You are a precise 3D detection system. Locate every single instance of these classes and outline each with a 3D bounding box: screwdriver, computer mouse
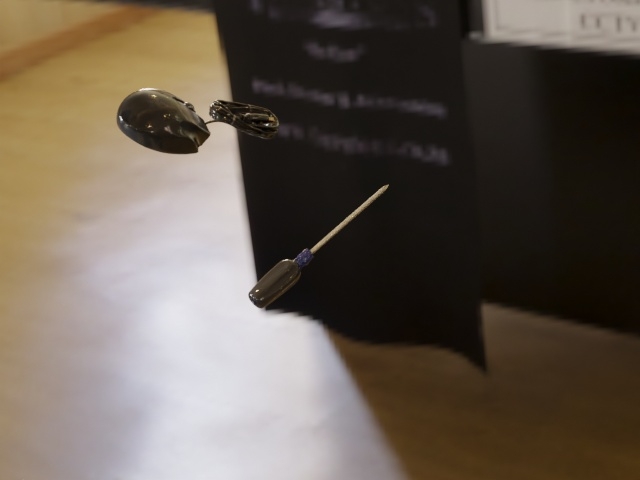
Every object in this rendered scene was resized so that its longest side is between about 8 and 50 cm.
[{"bbox_3d":[0.000,0.000,1.483,0.170,0.025,0.024,-44,46,-15],"label":"screwdriver"},{"bbox_3d":[-0.111,-0.123,1.619,0.071,0.041,0.242,40,24,21],"label":"computer mouse"}]
